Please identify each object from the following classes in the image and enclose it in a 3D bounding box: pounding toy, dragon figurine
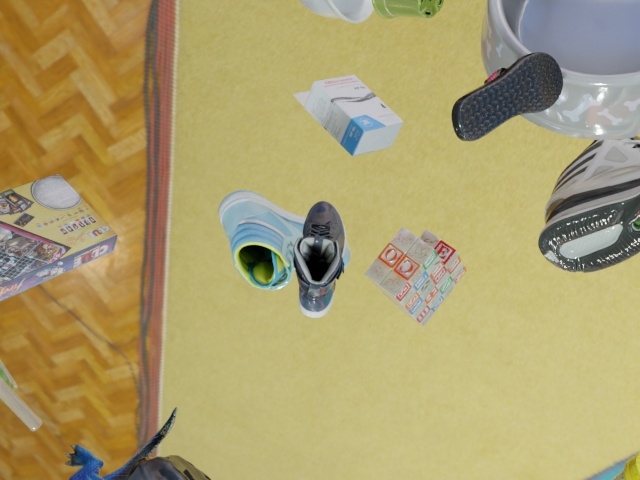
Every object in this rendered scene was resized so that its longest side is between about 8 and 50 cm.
[{"bbox_3d":[-0.460,0.148,0.978,0.237,0.110,0.183,27,144,50],"label":"pounding toy"},{"bbox_3d":[-0.264,0.297,0.868,0.144,0.289,0.085,30,139,60],"label":"dragon figurine"}]

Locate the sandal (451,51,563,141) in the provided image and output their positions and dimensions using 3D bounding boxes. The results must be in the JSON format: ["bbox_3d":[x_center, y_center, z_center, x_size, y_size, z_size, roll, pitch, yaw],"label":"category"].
[{"bbox_3d":[0.205,-0.163,0.899,0.040,0.179,0.067,11,123,57],"label":"sandal"}]

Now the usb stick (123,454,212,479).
[{"bbox_3d":[-0.132,0.220,0.366,0.077,0.045,0.278,40,92,7],"label":"usb stick"}]

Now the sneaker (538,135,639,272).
[{"bbox_3d":[0.570,-0.123,1.298,0.447,0.257,0.169,-18,126,34],"label":"sneaker"}]

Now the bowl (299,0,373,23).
[{"bbox_3d":[-0.003,-0.567,1.572,0.134,0.298,0.298,-3,121,31],"label":"bowl"}]

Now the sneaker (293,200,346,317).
[{"bbox_3d":[0.002,0.001,1.398,0.086,0.226,0.163,2,151,3],"label":"sneaker"}]

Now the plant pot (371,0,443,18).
[{"bbox_3d":[0.128,-0.342,1.113,0.079,0.083,0.083,31,138,41],"label":"plant pot"}]

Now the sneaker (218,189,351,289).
[{"bbox_3d":[-0.060,0.040,1.619,0.319,0.208,0.127,22,122,-28],"label":"sneaker"}]

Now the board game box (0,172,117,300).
[{"bbox_3d":[-0.465,-0.006,1.246,0.165,0.243,0.042,44,133,18],"label":"board game box"}]

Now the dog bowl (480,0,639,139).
[{"bbox_3d":[0.376,-0.306,1.033,0.349,0.349,0.102,10,162,21],"label":"dog bowl"}]

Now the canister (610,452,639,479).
[{"bbox_3d":[0.397,0.358,1.010,0.126,0.073,0.170,52,135,25],"label":"canister"}]

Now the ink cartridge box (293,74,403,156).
[{"bbox_3d":[0.022,-0.109,0.662,0.083,0.048,0.028,48,135,25],"label":"ink cartridge box"}]

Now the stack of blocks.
[{"bbox_3d":[0.216,0.069,1.759,0.087,0.171,0.297,37,177,25],"label":"stack of blocks"}]
